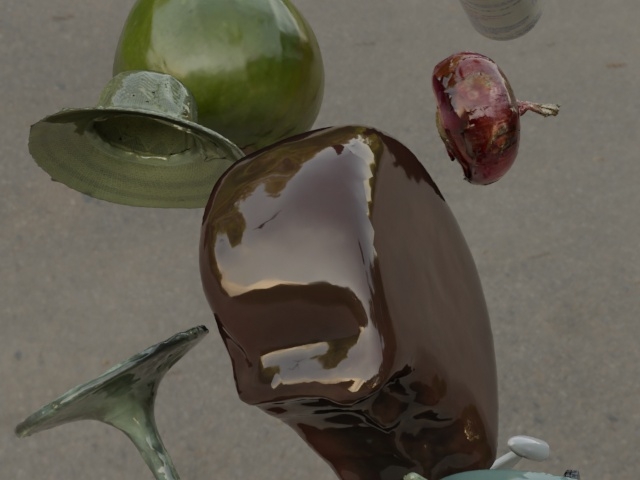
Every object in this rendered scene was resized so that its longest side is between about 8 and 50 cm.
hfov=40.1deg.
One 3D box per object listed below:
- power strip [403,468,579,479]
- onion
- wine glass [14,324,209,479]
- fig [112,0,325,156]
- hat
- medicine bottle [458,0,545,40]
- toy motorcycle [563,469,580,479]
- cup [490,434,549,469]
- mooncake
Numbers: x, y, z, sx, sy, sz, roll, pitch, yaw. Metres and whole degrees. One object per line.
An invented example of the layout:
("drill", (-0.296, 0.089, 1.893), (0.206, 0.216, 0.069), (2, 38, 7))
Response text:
("power strip", (0.142, 0.235, 0.637), (0.168, 0.253, 0.054), (-9, 45, 34))
("onion", (0.195, -0.141, 0.958), (0.140, 0.150, 0.150), (-15, 48, 1))
("wine glass", (-0.107, 0.304, 0.838), (0.267, 0.267, 0.406), (-28, 86, -39))
("fig", (-0.150, -0.256, 1.226), (0.316, 0.316, 0.316), (10, 43, -10))
("hat", (-0.194, -0.130, 0.980), (0.252, 0.252, 0.109), (10, 69, -11))
("medicine bottle", (0.245, -0.389, 1.244), (0.130, 0.130, 0.341), (35, 9, 16))
("toy motorcycle", (0.325, 0.371, 1.157), (0.084, 0.212, 0.118), (-4, 81, 21))
("cup", (0.236, 0.409, 1.307), (0.173, 0.299, 0.167), (26, 18, -38))
("mooncake", (0.035, 0.071, 0.775), (0.326, 0.174, 0.333), (1, 75, -67))
